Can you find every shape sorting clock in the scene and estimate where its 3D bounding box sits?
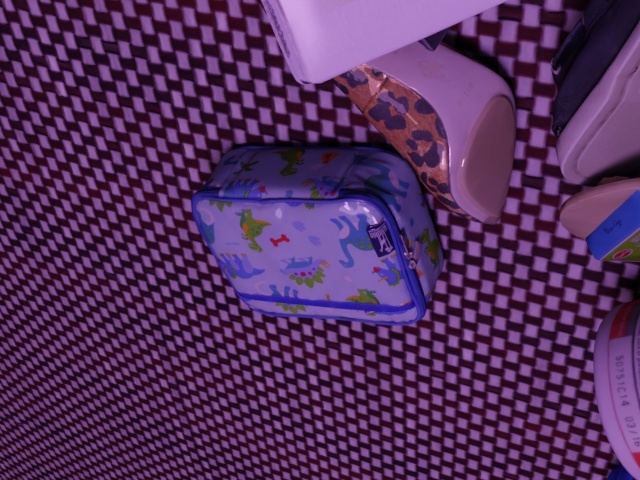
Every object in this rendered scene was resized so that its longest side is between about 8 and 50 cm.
[{"bbox_3d":[0.279,-0.017,0.652,0.206,0.040,0.206,2,167,1],"label":"shape sorting clock"}]

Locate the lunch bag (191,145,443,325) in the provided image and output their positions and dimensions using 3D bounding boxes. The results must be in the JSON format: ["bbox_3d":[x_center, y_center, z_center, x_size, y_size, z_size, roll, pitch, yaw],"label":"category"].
[{"bbox_3d":[0.000,0.000,0.858,0.219,0.090,0.176,4,136,29],"label":"lunch bag"}]

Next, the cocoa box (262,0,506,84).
[{"bbox_3d":[0.096,-0.257,0.327,0.347,0.231,0.228,-23,121,7],"label":"cocoa box"}]

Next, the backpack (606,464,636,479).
[{"bbox_3d":[0.347,0.289,0.937,0.120,0.098,0.101,34,140,-7],"label":"backpack"}]

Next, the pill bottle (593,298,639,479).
[{"bbox_3d":[0.370,0.098,0.681,0.283,0.161,0.161,-20,119,43],"label":"pill bottle"}]

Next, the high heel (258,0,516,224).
[{"bbox_3d":[0.056,-0.119,0.734,0.186,0.093,0.261,26,158,40],"label":"high heel"}]

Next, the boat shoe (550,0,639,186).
[{"bbox_3d":[0.235,-0.169,0.533,0.127,0.113,0.340,-1,149,-13],"label":"boat shoe"}]
